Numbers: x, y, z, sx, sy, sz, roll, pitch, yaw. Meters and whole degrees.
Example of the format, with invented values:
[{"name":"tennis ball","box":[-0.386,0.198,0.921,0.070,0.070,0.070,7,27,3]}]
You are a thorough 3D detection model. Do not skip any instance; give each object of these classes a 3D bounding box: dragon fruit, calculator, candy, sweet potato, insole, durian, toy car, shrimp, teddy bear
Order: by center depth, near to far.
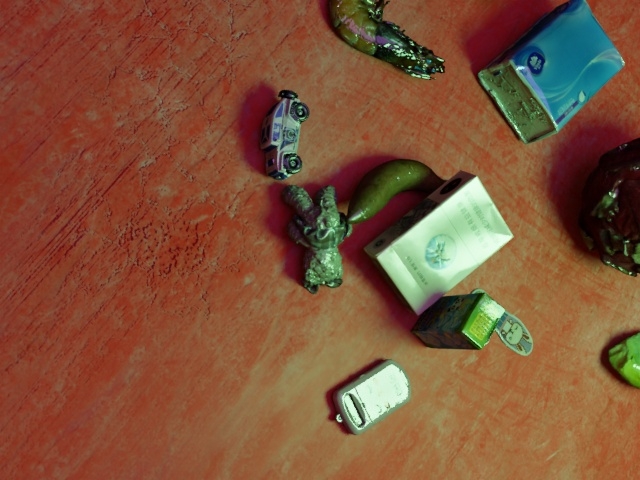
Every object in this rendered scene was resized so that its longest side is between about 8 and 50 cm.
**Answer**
[{"name":"teddy bear","box":[0.006,-0.009,1.661,0.133,0.111,0.213,-7,86,-21]},{"name":"toy car","box":[-0.071,-0.200,1.662,0.070,0.080,0.170,11,80,-23]},{"name":"calculator","box":[0.100,0.305,1.713,0.175,0.032,0.100,-29,97,-24]},{"name":"candy","box":[0.266,0.159,1.715,0.062,0.194,0.097,40,70,-15]},{"name":"sweet potato","box":[0.156,-0.108,1.757,0.346,0.079,0.108,-14,83,-38]},{"name":"shrimp","box":[0.157,-0.461,1.809,0.290,0.054,0.222,31,72,-15]},{"name":"insole","box":[0.388,0.174,1.875,0.197,0.004,0.065,44,69,-15]},{"name":"dragon fruit","box":[0.719,-0.074,1.897,0.329,0.329,0.329,3,83,-24]},{"name":"durian","box":[0.761,0.269,1.982,0.250,0.101,0.139,-1,84,-25]}]

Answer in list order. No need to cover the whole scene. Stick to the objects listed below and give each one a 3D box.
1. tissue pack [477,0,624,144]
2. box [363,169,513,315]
[{"name":"tissue pack","box":[0.504,-0.369,1.909,0.263,0.146,0.198,-42,101,-22]},{"name":"box","box":[0.236,0.005,1.736,0.256,0.069,0.164,-39,113,-6]}]
